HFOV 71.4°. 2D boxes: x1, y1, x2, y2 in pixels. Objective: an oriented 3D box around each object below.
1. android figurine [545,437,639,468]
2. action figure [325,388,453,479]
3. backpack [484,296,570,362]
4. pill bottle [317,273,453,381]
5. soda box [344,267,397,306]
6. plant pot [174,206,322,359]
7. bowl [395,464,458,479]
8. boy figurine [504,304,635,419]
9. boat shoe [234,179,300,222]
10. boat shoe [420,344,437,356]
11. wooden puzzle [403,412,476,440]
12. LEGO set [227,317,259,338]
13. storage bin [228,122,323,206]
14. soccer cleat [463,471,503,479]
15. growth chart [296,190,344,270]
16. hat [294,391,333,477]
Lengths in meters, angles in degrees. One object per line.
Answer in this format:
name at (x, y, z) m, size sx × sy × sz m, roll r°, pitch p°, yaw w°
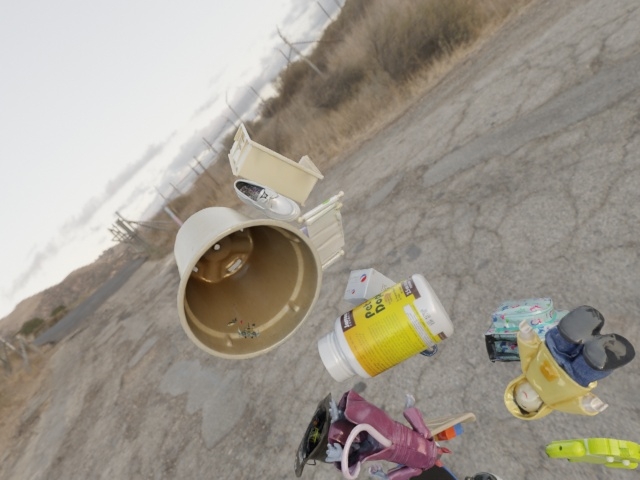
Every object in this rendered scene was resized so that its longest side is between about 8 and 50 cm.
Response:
android figurine at (0.818, 0.629, 1.317) m, size 0.273 × 0.248 × 0.056 m, roll 135°, pitch 149°, yaw -56°
action figure at (0.205, 0.535, 1.212) m, size 0.276 × 0.369 × 0.248 m, roll 132°, pitch 155°, yaw -70°
backpack at (0.663, 0.282, 1.388) m, size 0.253 × 0.191 × 0.225 m, roll -3°, pitch 9°, yaw 37°
pill bottle at (0.106, 0.155, 0.757) m, size 0.214 × 0.117 × 0.117 m, roll -32°, pitch 18°, yaw 11°
soda box at (0.158, 0.143, 1.032) m, size 0.069 × 0.216 × 0.074 m, roll -14°, pitch 52°, yaw 50°
plant pot at (-0.213, 0.061, 1.089) m, size 0.334 × 0.334 × 0.305 m, roll -45°, pitch 36°, yaw -7°
bowl at (0.373, 0.881, 1.393) m, size 0.077 × 0.391 × 0.391 m, roll -46°, pitch 13°, yaw 28°
boy figurine at (0.397, 0.222, 0.766) m, size 0.092 × 0.177 × 0.285 m, roll -19°, pitch -34°, yaw -20°
boat shoe at (-0.133, -0.102, 1.084) m, size 0.066 × 0.184 × 0.063 m, roll -55°, pitch -23°, yaw -8°
boat shoe at (0.316, 0.319, 1.607) m, size 0.109 × 0.258 × 0.089 m, roll -47°, pitch -10°, yaw -10°
wooden puzzle at (0.364, 0.731, 1.668) m, size 0.322 × 0.347 × 0.081 m, roll -36°, pitch 60°, yaw 48°
LEGO set at (-0.172, 0.206, 1.014) m, size 0.054 × 0.024 × 0.083 m, roll -13°, pitch 31°, yaw -42°
storage bin at (-0.159, -0.259, 1.494) m, size 0.123 × 0.262 × 0.260 m, roll -60°, pitch 27°, yaw 17°
soccer cleat at (0.312, 0.622, 0.839) m, size 0.116 × 0.143 × 0.331 m, roll -24°, pitch 29°, yaw 55°
growth chart at (0.000, 0.000, 1.177) m, size 0.171 × 0.238 × 0.021 m, roll -29°, pitch 47°, yaw -24°
hat at (0.021, 0.717, 1.596) m, size 0.332 × 0.133 × 0.331 m, roll -63°, pitch 0°, yaw 0°
